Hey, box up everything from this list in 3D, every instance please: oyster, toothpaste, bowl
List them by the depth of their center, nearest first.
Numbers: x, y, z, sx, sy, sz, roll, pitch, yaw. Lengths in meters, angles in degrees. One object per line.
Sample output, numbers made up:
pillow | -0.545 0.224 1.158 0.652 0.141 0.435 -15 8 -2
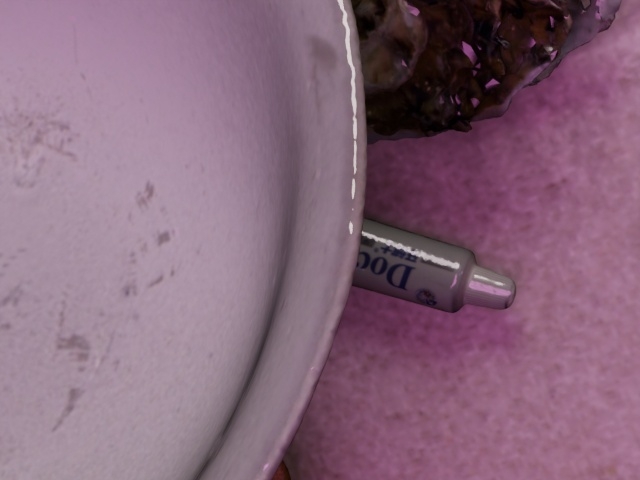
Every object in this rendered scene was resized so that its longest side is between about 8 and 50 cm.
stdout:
bowl | -0.173 0.016 0.517 0.435 0.196 0.435 -5 69 12
oyster | 0.001 -0.163 0.540 0.267 0.112 0.198 50 129 -3
toothpaste | 0.000 0.000 0.593 0.197 0.029 0.048 17 101 17

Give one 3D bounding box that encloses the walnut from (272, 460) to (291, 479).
walnut | -0.096 0.142 0.605 0.211 0.087 0.167 25 83 21
